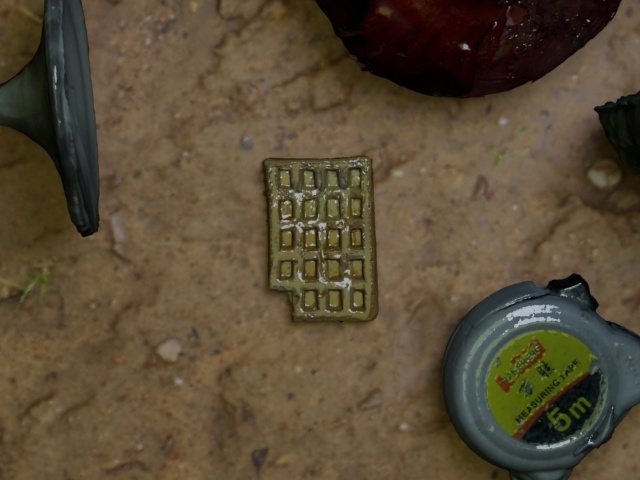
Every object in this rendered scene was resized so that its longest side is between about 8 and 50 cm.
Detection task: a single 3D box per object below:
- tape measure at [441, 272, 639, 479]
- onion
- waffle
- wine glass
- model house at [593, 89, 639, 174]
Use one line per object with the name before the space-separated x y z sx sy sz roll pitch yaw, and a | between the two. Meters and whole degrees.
tape measure | 0.116 0.170 1.213 0.164 0.084 0.330 45 94 -1
onion | 0.110 -0.224 1.109 0.252 0.219 0.252 0 105 0
waffle | 0.000 0.000 1.234 0.092 0.021 0.135 -1 95 1
wine glass | -0.375 -0.089 1.130 0.406 0.267 0.267 -6 96 -1
model house | 0.342 -0.034 1.109 0.202 0.237 0.237 -27 93 -2
